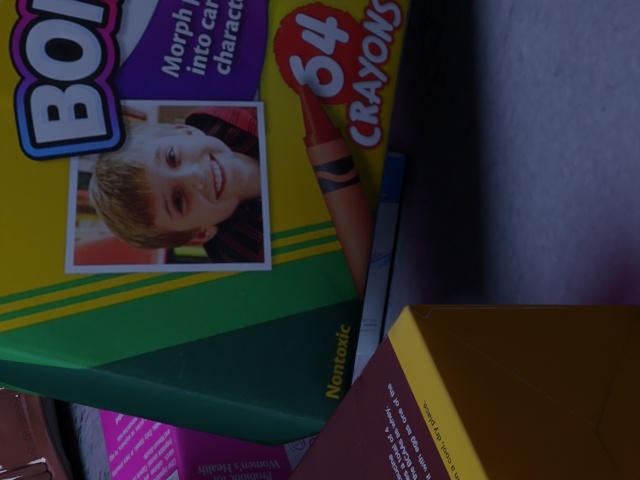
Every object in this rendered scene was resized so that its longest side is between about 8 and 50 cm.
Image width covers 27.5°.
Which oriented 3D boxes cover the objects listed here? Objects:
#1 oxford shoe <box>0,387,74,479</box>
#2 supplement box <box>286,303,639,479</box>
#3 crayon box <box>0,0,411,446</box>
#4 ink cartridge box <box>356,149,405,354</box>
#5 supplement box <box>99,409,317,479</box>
[{"bbox_3d":[-0.291,0.226,1.245,0.146,0.140,0.397,84,178,-83],"label":"oxford shoe"},{"bbox_3d":[0.081,0.160,0.566,0.194,0.129,0.191,-60,41,40],"label":"supplement box"},{"bbox_3d":[-0.120,-0.111,0.647,0.106,0.313,0.363,147,136,-64],"label":"crayon box"},{"bbox_3d":[0.000,0.000,0.789,0.088,0.052,0.122,23,110,57],"label":"ink cartridge box"},{"bbox_3d":[-0.068,0.126,0.842,0.114,0.111,0.220,-47,50,48],"label":"supplement box"}]
